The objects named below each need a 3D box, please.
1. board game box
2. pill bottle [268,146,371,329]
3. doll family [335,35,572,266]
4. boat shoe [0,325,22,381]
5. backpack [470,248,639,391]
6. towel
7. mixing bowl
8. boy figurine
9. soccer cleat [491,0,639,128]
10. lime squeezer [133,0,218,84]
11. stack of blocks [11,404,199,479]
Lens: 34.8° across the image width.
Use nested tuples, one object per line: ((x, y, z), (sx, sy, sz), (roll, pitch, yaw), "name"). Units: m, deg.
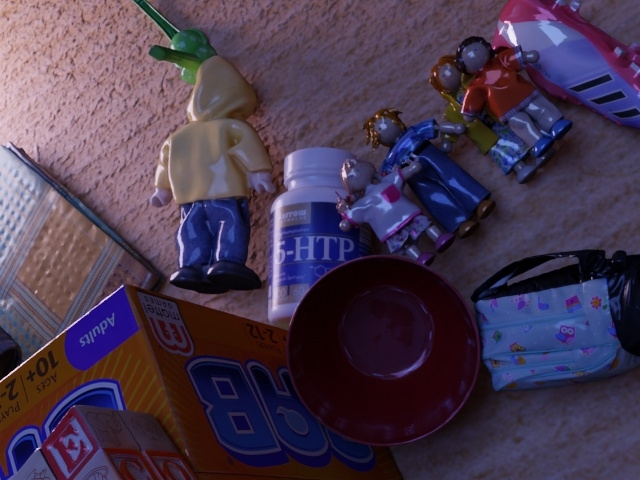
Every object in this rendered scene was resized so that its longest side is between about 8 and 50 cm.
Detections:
((-0.136, 0.311, 0.960), (0.356, 0.356, 0.356), (-37, 60, 19), "board game box")
((0.000, 0.000, 1.112), (0.112, 0.112, 0.187), (-9, 72, 30), "pill bottle")
((0.130, -0.096, 1.062), (0.263, 0.118, 0.163), (-45, 75, 12), "doll family")
((-0.461, 0.250, 1.326), (0.105, 0.113, 0.306), (30, 100, 29), "boat shoe")
((0.227, 0.075, 0.933), (0.182, 0.152, 0.115), (-15, 73, 34), "backpack")
((-0.390, 0.062, 1.389), (0.370, 0.040, 0.271), (36, 98, 32), "towel")
((0.063, 0.099, 0.993), (0.181, 0.098, 0.181), (1, 96, 6), "mixing bowl")
((-0.132, -0.081, 1.233), (0.177, 0.092, 0.285), (-12, 69, 30), "boy figurine")
((0.270, -0.164, 1.019), (0.248, 0.083, 0.095), (49, 128, 29), "soccer cleat")
((-0.188, -0.249, 1.317), (0.059, 0.110, 0.310), (-66, 22, 19), "lime squeezer")
((-0.196, 0.286, 0.734), (0.297, 0.087, 0.171), (-50, 58, 11), "stack of blocks")
